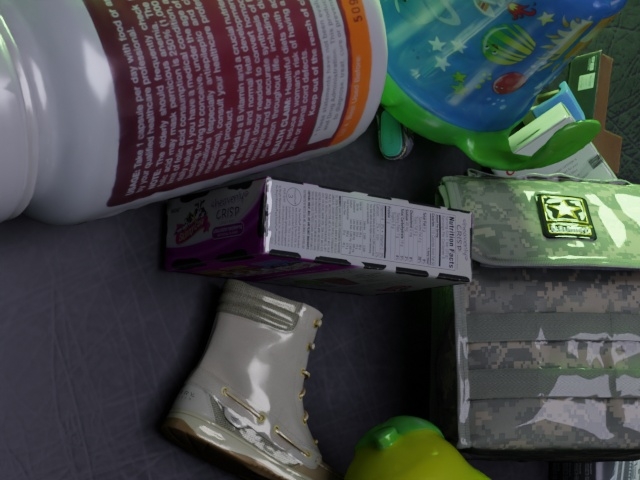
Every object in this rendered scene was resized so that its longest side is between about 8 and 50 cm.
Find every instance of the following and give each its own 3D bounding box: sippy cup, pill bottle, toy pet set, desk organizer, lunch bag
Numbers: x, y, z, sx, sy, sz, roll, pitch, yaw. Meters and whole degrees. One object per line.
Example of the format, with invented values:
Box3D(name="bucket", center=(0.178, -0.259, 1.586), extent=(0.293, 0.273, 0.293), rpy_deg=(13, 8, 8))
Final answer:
Box3D(name="sippy cup", center=(0.171, -0.238, 1.443), extent=(0.305, 0.224, 0.240), rpy_deg=(44, 50, -9))
Box3D(name="pill bottle", center=(-0.159, -0.140, 1.238), extent=(0.392, 0.224, 0.224), rpy_deg=(-18, 94, -35))
Box3D(name="toy pet set", center=(0.225, -0.160, 1.598), extent=(0.122, 0.065, 0.114), rpy_deg=(-41, 107, -31))
Box3D(name="desk organizer", center=(0.300, -0.136, 1.658), extent=(0.050, 0.047, 0.130), rpy_deg=(18, 74, -34))
Box3D(name="lunch bag", center=(0.230, 0.067, 1.471), extent=(0.235, 0.169, 0.286), rpy_deg=(2, 75, -6))

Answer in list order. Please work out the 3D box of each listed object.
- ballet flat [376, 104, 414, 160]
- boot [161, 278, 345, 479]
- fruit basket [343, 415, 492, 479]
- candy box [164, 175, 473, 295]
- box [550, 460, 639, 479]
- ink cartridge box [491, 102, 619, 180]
Box3D(name="ballet flat", center=(0.074, -0.135, 1.513), extent=(0.041, 0.041, 0.114), rpy_deg=(1, 83, -34))
Box3D(name="boot", center=(-0.026, 0.145, 1.379), extent=(0.213, 0.077, 0.165), rpy_deg=(31, 65, -24))
Box3D(name="fruit basket", center=(0.114, 0.351, 1.349), extent=(0.392, 0.283, 0.392), rpy_deg=(11, 55, -17))
Box3D(name="candy box", center=(0.000, 0.000, 1.360), extent=(0.233, 0.159, 0.071), rpy_deg=(9, 78, -37))
Box3D(name="box", center=(0.359, 0.203, 1.633), extent=(0.243, 0.076, 0.307), rpy_deg=(7, 80, -33))
Box3D(name="ink cartridge box", center=(0.251, -0.060, 1.579), extent=(0.099, 0.056, 0.135), rpy_deg=(-34, 108, 12))
